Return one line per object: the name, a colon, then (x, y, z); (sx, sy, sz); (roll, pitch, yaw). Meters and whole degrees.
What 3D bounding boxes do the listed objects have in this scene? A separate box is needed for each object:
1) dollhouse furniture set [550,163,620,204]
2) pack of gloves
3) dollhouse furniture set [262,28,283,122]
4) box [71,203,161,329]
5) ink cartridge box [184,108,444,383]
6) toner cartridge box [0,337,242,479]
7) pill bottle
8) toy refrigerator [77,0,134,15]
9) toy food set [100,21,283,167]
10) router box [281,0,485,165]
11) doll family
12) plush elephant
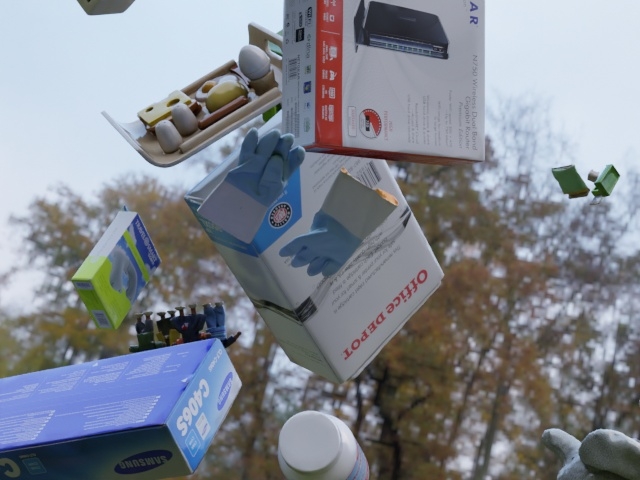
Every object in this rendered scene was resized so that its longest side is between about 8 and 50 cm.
dollhouse furniture set: (0.513, -0.107, 2.217); (0.152, 0.058, 0.076); (-7, -53, 53)
pack of gloves: (-0.028, -0.053, 1.409); (0.195, 0.046, 0.232); (33, -37, -5)
dollhouse furniture set: (0.032, -0.307, 2.313); (0.302, 0.151, 0.197); (25, -45, 34)
box: (-0.308, 0.039, 1.741); (0.042, 0.178, 0.109); (1, -48, 25)
ink cartridge box: (0.000, 0.000, 1.904); (0.166, 0.285, 0.395); (17, -36, 51)
toner cartridge box: (-0.280, 0.216, 1.329); (0.348, 0.165, 0.075); (-12, -64, 25)
pill bottle: (0.002, 0.241, 1.247); (0.087, 0.087, 0.160); (9, -22, 14)
toy refrigerator: (-0.242, -0.429, 1.521); (0.269, 0.094, 0.102); (-38, -96, 30)
toy food set: (-0.194, -0.247, 1.826); (0.220, 0.306, 0.092); (40, -21, 56)
router box: (0.092, -0.281, 1.555); (0.301, 0.335, 0.082); (2, -3, -36)
doll family: (-0.238, 0.174, 1.992); (0.193, 0.111, 0.076); (-11, -10, 14)
plush elephant: (0.447, 0.372, 1.716); (0.255, 0.330, 0.271); (21, -70, -19)
